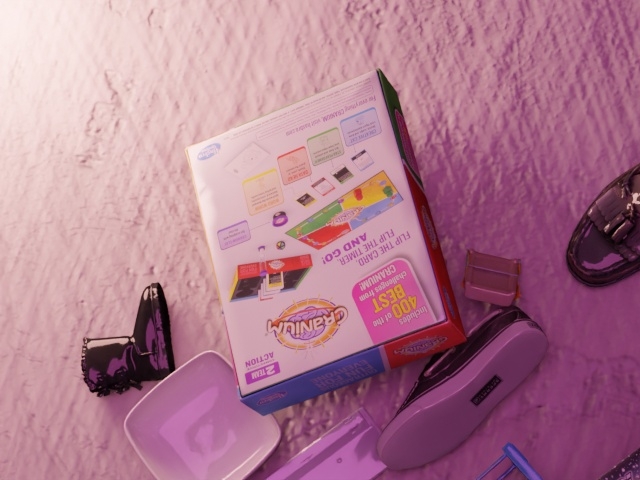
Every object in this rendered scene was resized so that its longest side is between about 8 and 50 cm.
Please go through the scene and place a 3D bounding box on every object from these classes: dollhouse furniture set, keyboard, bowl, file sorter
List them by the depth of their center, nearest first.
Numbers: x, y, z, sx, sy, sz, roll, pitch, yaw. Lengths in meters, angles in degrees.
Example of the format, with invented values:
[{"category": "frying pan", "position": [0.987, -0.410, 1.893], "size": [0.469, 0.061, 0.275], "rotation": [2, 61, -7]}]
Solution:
[{"category": "file sorter", "position": [0.217, 0.308, 1.800], "size": [0.104, 0.118, 0.170], "rotation": [-43, 73, 0]}, {"category": "keyboard", "position": [-0.036, 0.282, 1.901], "size": [0.256, 0.014, 0.072], "rotation": [-36, 78, -2]}, {"category": "bowl", "position": [-0.123, 0.209, 1.911], "size": [0.142, 0.053, 0.142], "rotation": [-39, 73, -4]}, {"category": "dollhouse furniture set", "position": [0.140, 0.048, 1.917], "size": [0.152, 0.058, 0.076], "rotation": [12, 33, 1]}]

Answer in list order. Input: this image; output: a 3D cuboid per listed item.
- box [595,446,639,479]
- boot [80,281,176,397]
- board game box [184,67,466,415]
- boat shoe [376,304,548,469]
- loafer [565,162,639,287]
[{"category": "box", "position": [0.363, 0.264, 1.718], "size": [0.233, 0.044, 0.159], "rotation": [-34, 72, -13]}, {"category": "boot", "position": [-0.216, 0.111, 1.959], "size": [0.099, 0.045, 0.121], "rotation": [-10, 74, 9]}, {"category": "board game box", "position": [0.000, 0.000, 1.892], "size": [0.242, 0.064, 0.316], "rotation": [-21, 62, 14]}, {"category": "boat shoe", "position": [0.143, 0.156, 1.881], "size": [0.219, 0.078, 0.070], "rotation": [-40, 38, 0]}, {"category": "loafer", "position": [0.369, -0.058, 1.893], "size": [0.267, 0.084, 0.096], "rotation": [-40, 73, -4]}]
